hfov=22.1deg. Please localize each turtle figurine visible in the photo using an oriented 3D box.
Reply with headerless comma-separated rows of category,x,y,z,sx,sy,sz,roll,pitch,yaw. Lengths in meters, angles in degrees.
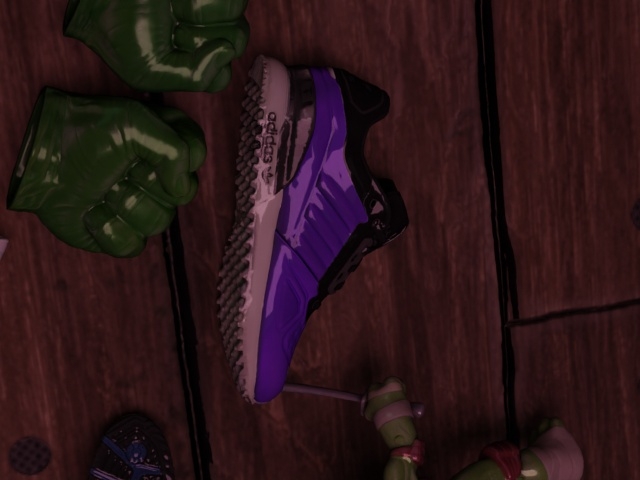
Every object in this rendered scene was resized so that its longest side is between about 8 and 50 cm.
turtle figurine,0.074,0.214,1.438,0.266,0.275,0.198,0,85,-33

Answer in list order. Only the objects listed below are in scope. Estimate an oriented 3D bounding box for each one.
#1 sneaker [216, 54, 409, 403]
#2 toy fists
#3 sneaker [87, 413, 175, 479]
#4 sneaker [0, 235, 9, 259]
sneaker,0.000,0.000,1.353,0.146,0.102,0.293,4,106,-15
toy fists,-0.141,-0.118,1.288,0.142,0.096,0.279,16,101,-18
sneaker,-0.164,0.254,1.413,0.080,0.081,0.211,0,90,-11
sneaker,-0.341,-0.033,1.289,0.212,0.080,0.094,42,83,-27
